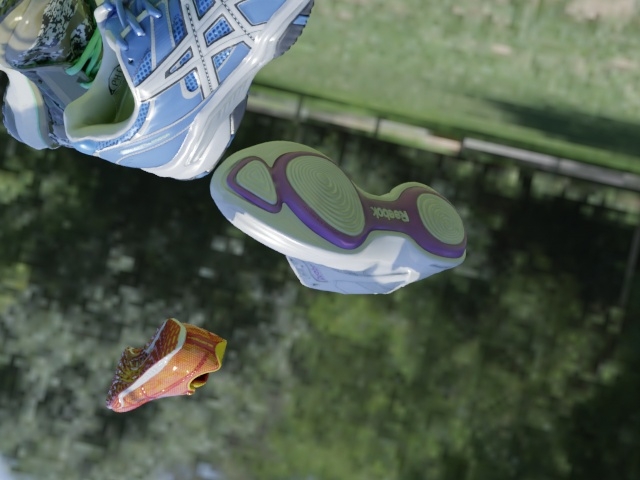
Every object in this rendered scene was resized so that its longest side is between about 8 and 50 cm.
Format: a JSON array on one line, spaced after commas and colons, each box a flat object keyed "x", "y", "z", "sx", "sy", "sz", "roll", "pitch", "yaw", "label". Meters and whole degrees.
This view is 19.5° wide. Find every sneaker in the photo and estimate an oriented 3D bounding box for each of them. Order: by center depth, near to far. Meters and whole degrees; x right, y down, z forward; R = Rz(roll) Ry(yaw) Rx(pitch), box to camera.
[{"x": -0.065, "y": -0.116, "z": 0.961, "sx": 0.081, "sy": 0.211, "sz": 0.080, "roll": 2, "pitch": -142, "yaw": -36, "label": "sneaker"}, {"x": -0.140, "y": 0.121, "z": 1.649, "sx": 0.067, "sy": 0.064, "sz": 0.175, "roll": 24, "pitch": 154, "yaw": -22, "label": "sneaker"}, {"x": 0.000, "y": 0.000, "z": 1.756, "sx": 0.152, "sy": 0.114, "sz": 0.305, "roll": -32, "pitch": 147, "yaw": 35, "label": "sneaker"}, {"x": -0.241, "y": -0.191, "z": 1.997, "sx": 0.182, "sy": 0.158, "sz": 0.410, "roll": 25, "pitch": 165, "yaw": 6, "label": "sneaker"}]
